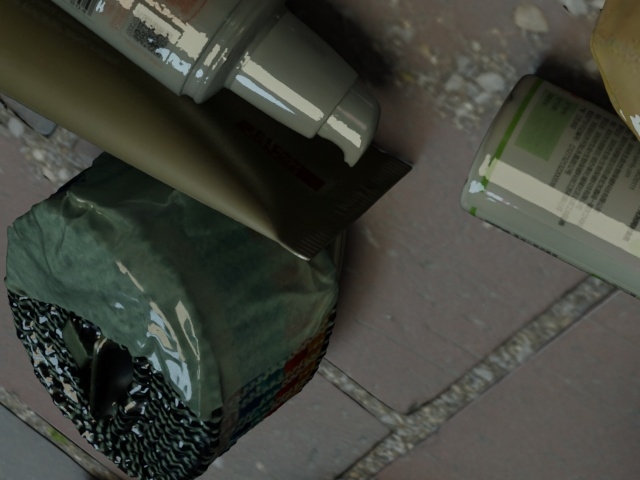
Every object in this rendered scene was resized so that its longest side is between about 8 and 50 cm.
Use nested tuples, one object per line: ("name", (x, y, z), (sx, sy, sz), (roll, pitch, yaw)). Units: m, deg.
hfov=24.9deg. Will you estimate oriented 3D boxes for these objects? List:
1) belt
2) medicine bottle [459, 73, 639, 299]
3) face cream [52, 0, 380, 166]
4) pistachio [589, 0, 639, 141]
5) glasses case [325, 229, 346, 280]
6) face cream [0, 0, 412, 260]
("belt", (-0.106, 0.044, 0.982), (0.207, 0.150, 0.257), (38, 145, 17))
("medicine bottle", (0.174, -0.015, 0.787), (0.183, 0.086, 0.086), (27, 139, 9))
("face cream", (-0.069, -0.135, 0.827), (0.251, 0.101, 0.101), (37, 140, -2))
("pistachio", (0.227, -0.074, 0.680), (0.200, 0.117, 0.145), (31, 102, 16))
("glasses case", (0.000, 0.000, 0.968), (0.032, 0.021, 0.083), (26, 139, 19))
("face cream", (-0.118, -0.096, 0.891), (0.341, 0.137, 0.084), (29, 125, 15))
